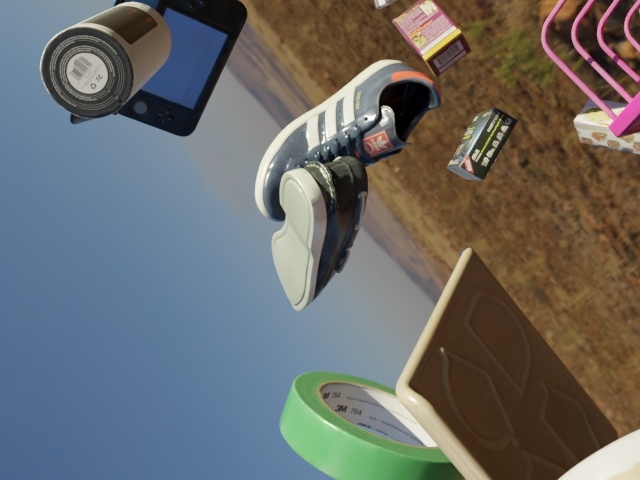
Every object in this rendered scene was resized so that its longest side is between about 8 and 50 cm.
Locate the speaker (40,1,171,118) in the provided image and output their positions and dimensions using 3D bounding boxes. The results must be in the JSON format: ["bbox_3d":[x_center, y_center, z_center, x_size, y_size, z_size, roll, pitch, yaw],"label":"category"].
[{"bbox_3d":[-0.136,-0.122,0.509,0.055,0.055,0.136,50,-166,-18],"label":"speaker"}]

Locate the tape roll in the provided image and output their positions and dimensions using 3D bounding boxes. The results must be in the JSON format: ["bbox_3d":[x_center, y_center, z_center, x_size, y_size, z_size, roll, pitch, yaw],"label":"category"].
[{"bbox_3d":[0.094,0.319,1.287,0.321,0.077,0.321,18,-172,-3],"label":"tape roll"}]

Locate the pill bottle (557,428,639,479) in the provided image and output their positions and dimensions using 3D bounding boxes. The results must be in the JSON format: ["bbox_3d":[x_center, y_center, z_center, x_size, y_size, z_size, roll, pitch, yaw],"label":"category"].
[{"bbox_3d":[0.216,0.225,0.350,0.153,0.153,0.265,48,-166,-45],"label":"pill bottle"}]

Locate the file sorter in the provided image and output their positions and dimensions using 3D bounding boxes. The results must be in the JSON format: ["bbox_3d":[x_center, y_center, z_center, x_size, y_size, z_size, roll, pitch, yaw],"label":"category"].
[{"bbox_3d":[0.457,-0.280,0.978,0.290,0.202,0.182,-15,-119,-38],"label":"file sorter"}]

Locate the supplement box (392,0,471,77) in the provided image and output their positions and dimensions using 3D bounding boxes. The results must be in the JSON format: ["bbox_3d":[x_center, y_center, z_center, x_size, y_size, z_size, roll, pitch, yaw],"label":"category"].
[{"bbox_3d":[0.135,-0.248,0.939,0.043,0.055,0.083,37,-160,-55],"label":"supplement box"}]

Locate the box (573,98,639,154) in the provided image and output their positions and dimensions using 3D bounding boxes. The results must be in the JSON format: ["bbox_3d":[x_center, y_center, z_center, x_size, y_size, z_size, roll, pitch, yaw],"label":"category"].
[{"bbox_3d":[0.597,-0.180,1.328,0.324,0.067,0.063,23,159,45],"label":"box"}]

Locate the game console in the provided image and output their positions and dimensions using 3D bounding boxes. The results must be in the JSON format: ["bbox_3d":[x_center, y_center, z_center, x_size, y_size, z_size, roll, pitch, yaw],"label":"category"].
[{"bbox_3d":[-0.284,-0.321,1.392,0.250,0.293,0.173,19,-155,-26],"label":"game console"}]

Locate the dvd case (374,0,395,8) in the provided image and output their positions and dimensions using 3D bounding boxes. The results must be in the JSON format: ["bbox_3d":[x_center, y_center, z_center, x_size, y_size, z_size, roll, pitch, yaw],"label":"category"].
[{"bbox_3d":[0.152,-0.491,1.229,0.018,0.221,0.164,-15,-91,-47],"label":"dvd case"}]

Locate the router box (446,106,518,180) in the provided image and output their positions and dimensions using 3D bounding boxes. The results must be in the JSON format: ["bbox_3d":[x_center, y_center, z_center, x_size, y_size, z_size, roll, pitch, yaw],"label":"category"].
[{"bbox_3d":[0.222,-0.132,1.075,0.038,0.092,0.122,30,-176,-3],"label":"router box"}]

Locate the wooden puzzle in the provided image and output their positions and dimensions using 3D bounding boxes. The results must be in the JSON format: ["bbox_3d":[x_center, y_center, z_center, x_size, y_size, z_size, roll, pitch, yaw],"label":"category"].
[{"bbox_3d":[0.215,0.207,0.884,0.322,0.080,0.348,51,-150,-7],"label":"wooden puzzle"}]

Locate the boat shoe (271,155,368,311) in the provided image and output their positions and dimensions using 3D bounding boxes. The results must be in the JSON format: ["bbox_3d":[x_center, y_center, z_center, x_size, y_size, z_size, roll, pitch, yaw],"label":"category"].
[{"bbox_3d":[0.000,0.000,1.009,0.114,0.091,0.302,61,160,18],"label":"boat shoe"}]

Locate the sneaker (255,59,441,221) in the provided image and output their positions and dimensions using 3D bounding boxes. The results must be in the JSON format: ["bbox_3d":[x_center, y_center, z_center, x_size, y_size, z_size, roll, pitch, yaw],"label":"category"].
[{"bbox_3d":[0.049,-0.154,1.228,0.148,0.350,0.131,32,165,49],"label":"sneaker"}]
